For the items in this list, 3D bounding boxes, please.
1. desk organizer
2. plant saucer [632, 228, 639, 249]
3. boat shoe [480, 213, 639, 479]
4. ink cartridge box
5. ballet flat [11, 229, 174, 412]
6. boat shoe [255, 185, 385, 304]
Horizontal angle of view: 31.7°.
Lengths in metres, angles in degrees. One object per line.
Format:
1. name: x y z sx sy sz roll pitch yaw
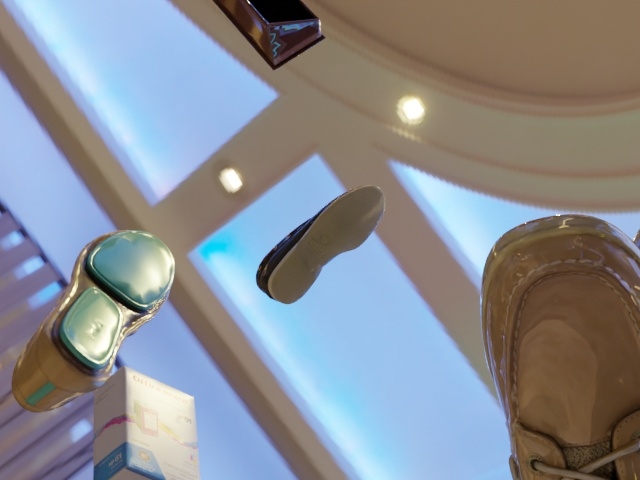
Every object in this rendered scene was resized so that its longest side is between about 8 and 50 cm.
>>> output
1. desk organizer: -0.054 -0.190 0.813 0.130 0.047 0.050 51 -13 24
2. plant saucer: 0.246 0.061 0.791 0.036 0.198 0.199 -1 -65 32
3. boat shoe: 0.158 0.125 0.631 0.109 0.098 0.302 -9 -57 12
4. ink cartridge box: -0.164 0.190 1.060 0.088 0.122 0.052 31 -61 -33
5. ballet flat: -0.178 0.057 0.870 0.080 0.232 0.073 45 -70 -7
6. boat shoe: -0.001 -0.001 0.953 0.049 0.133 0.042 53 -15 -27
